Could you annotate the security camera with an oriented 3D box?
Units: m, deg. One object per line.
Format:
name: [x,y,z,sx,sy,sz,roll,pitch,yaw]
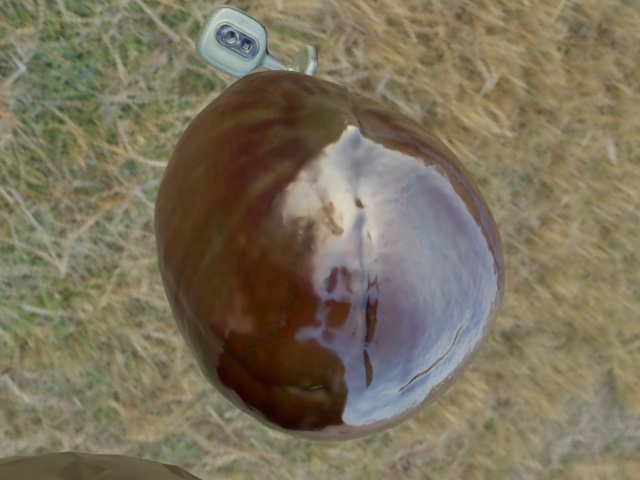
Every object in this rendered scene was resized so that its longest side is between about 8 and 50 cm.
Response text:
security camera: [-0.053,-0.146,0.973,0.092,0.058,0.058,21,106,-22]

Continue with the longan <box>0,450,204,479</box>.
longan: [-0.155,0.311,0.724,0.391,0.391,0.391,-21,131,-27]

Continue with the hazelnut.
hazelnut: [0.000,0.000,0.761,0.229,0.229,0.229,-21,131,-27]
